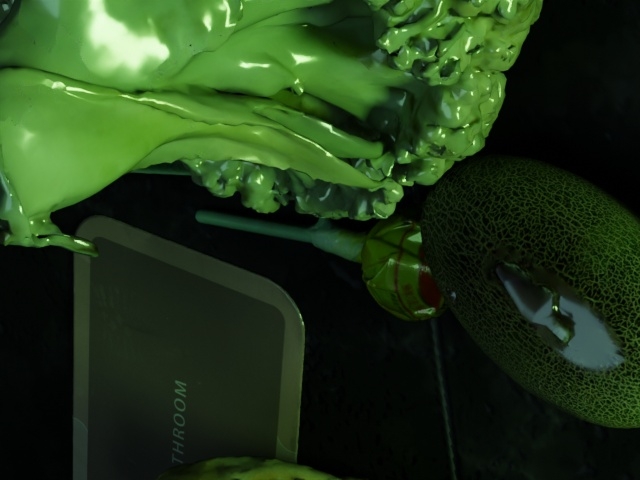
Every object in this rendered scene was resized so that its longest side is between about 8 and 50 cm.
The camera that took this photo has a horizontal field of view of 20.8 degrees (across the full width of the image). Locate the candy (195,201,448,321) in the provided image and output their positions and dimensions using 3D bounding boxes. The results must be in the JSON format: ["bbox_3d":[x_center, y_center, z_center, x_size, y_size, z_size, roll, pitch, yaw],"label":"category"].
[{"bbox_3d":[0.000,0.000,0.948,0.194,0.058,0.062,13,110,41],"label":"candy"}]

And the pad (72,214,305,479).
[{"bbox_3d":[-0.089,0.121,1.094,0.176,0.002,0.266,20,122,28],"label":"pad"}]

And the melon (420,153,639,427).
[{"bbox_3d":[0.116,0.022,0.836,0.162,0.099,0.099,41,129,20],"label":"melon"}]

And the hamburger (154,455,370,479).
[{"bbox_3d":[-0.018,0.261,0.972,0.285,0.134,0.265,41,97,6],"label":"hamburger"}]

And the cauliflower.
[{"bbox_3d":[-0.051,-0.131,0.779,0.260,0.281,0.327,-131,33,-51],"label":"cauliflower"}]

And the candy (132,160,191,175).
[{"bbox_3d":[-0.153,-0.048,1.008,0.440,0.119,0.119,5,114,27],"label":"candy"}]
